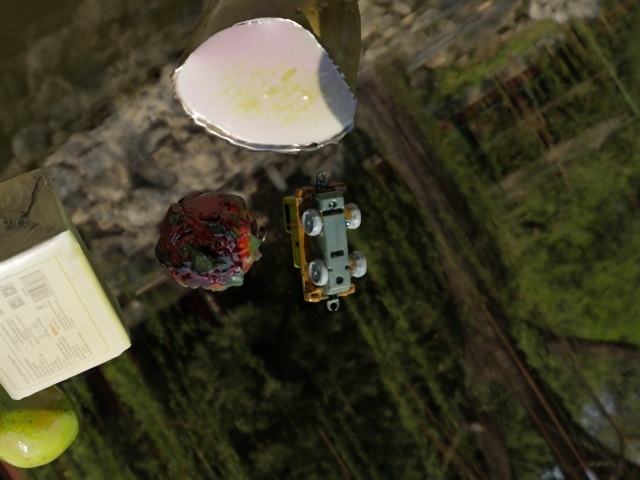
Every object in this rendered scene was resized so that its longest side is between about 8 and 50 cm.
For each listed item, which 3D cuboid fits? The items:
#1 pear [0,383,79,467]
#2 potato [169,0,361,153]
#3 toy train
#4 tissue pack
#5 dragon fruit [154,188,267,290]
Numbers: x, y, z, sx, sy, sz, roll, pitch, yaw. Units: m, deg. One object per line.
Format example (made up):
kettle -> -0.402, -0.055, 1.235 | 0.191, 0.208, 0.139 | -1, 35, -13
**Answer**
pear -> -0.580, 0.346, 1.950 | 0.187, 0.187, 0.219 | -32, 148, 11
potato -> -0.051, -0.258, 1.253 | 0.229, 0.229, 0.266 | -32, -143, 29
toy train -> 0.000, 0.000, 1.589 | 0.089, 0.219, 0.127 | -11, -170, -29
tissue pack -> -0.333, 0.053, 1.147 | 0.159, 0.125, 0.234 | -25, 142, -9
dragon fruit -> -0.181, -0.001, 1.662 | 0.182, 0.182, 0.188 | -32, 154, 2
